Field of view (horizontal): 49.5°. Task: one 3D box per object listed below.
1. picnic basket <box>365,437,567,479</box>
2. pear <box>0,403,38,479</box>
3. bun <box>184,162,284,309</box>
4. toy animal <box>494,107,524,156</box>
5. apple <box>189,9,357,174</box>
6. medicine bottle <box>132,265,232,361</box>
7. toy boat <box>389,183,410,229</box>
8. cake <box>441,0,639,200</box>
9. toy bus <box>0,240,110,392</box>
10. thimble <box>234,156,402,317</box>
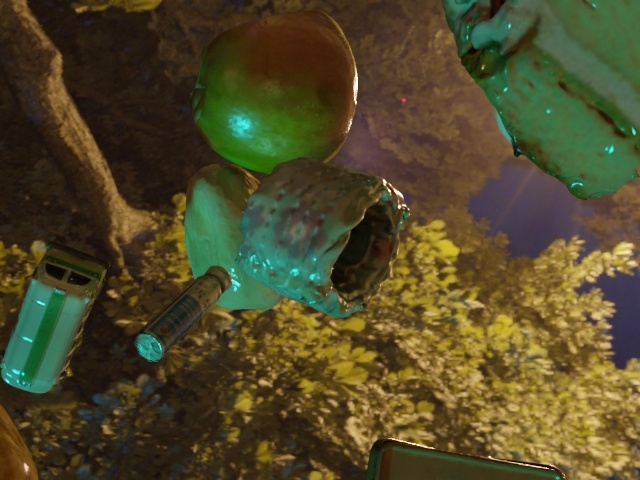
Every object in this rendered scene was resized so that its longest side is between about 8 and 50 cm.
[{"bbox_3d":[0.184,0.363,0.918,0.139,0.266,0.165,84,-166,-72],"label":"picnic basket"},{"bbox_3d":[-0.507,0.312,0.870,0.280,0.280,0.281,11,-105,-47],"label":"pear"},{"bbox_3d":[-0.185,0.000,1.604,0.213,0.361,0.361,-14,-86,-27],"label":"bun"},{"bbox_3d":[0.391,-0.271,1.214,0.187,0.165,0.235,-8,-88,-16],"label":"toy animal"},{"bbox_3d":[-0.107,-0.327,1.504,0.374,0.374,0.384,31,-142,-41],"label":"apple"},{"bbox_3d":[-0.199,0.103,1.026,0.191,0.051,0.051,-47,-62,-50],"label":"medicine bottle"},{"bbox_3d":[0.095,-0.050,1.196,0.293,0.108,0.099,-19,-68,-64],"label":"toy boat"},{"bbox_3d":[0.310,-0.260,0.740,0.293,0.307,0.314,37,-149,-16],"label":"cake"},{"bbox_3d":[-0.529,0.161,1.358,0.133,0.165,0.276,22,-72,-14],"label":"toy bus"},{"bbox_3d":[0.000,0.000,0.885,0.211,0.149,0.185,-40,-40,-45],"label":"thimble"}]
